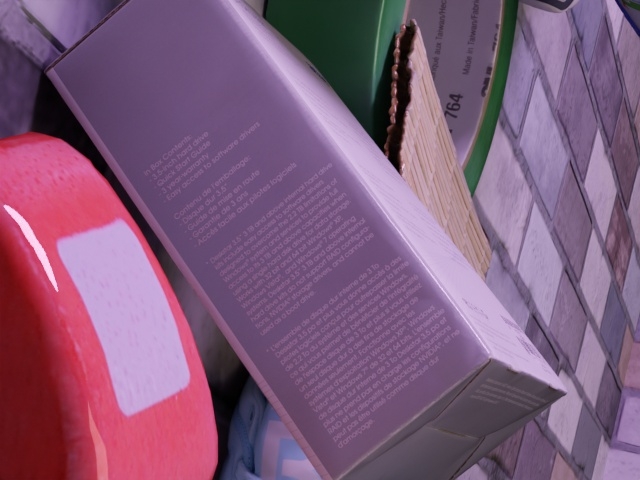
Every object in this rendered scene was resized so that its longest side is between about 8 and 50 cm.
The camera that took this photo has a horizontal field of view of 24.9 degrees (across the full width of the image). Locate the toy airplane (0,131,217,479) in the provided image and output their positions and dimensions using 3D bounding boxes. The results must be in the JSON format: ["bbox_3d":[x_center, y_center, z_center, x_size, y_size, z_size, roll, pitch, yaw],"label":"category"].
[{"bbox_3d":[-0.102,0.212,0.465,0.384,0.272,0.386,74,33,-52],"label":"toy airplane"}]

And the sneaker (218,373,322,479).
[{"bbox_3d":[-0.019,0.158,0.881,0.150,0.135,0.366,77,19,-45],"label":"sneaker"}]

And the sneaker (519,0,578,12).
[{"bbox_3d":[0.242,-0.346,1.354,0.235,0.094,0.153,-58,161,-23],"label":"sneaker"}]

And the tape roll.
[{"bbox_3d":[0.059,-0.145,0.997,0.321,0.077,0.321,10,90,-70],"label":"tape roll"}]

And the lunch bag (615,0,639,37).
[{"bbox_3d":[0.224,-0.362,1.044,0.385,0.239,0.328,65,6,27],"label":"lunch bag"}]

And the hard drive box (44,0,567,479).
[{"bbox_3d":[0.000,0.000,0.687,0.089,0.232,0.181,-39,159,8],"label":"hard drive box"}]

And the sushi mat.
[{"bbox_3d":[0.081,0.003,0.960,0.316,0.019,0.151,61,31,-60],"label":"sushi mat"}]
